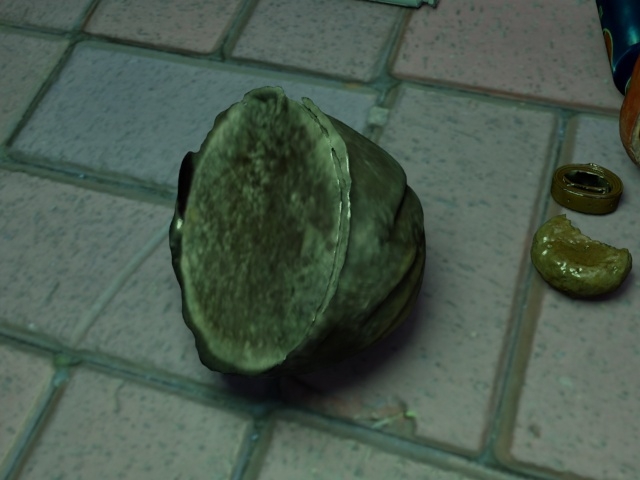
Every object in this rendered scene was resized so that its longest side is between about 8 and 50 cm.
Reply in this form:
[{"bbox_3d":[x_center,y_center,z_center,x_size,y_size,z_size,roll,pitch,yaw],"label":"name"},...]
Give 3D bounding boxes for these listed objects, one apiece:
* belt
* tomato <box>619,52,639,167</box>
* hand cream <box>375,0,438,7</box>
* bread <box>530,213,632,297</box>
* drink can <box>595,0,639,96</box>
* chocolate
[{"bbox_3d":[0.326,-0.064,1.042,0.083,0.036,0.059,15,53,17],"label":"belt"},{"bbox_3d":[0.460,-0.178,0.998,0.236,0.237,0.095,-10,39,1],"label":"tomato"},{"bbox_3d":[0.095,-0.381,1.282,0.170,0.043,0.065,15,54,22],"label":"hand cream"},{"bbox_3d":[0.290,0.026,0.971,0.082,0.060,0.113,-40,58,-19],"label":"bread"},{"bbox_3d":[0.433,-0.275,1.118,0.118,0.118,0.205,-3,55,6],"label":"drink can"},{"bbox_3d":[0.000,0.000,0.919,0.213,0.303,0.303,10,43,-41],"label":"chocolate"}]
